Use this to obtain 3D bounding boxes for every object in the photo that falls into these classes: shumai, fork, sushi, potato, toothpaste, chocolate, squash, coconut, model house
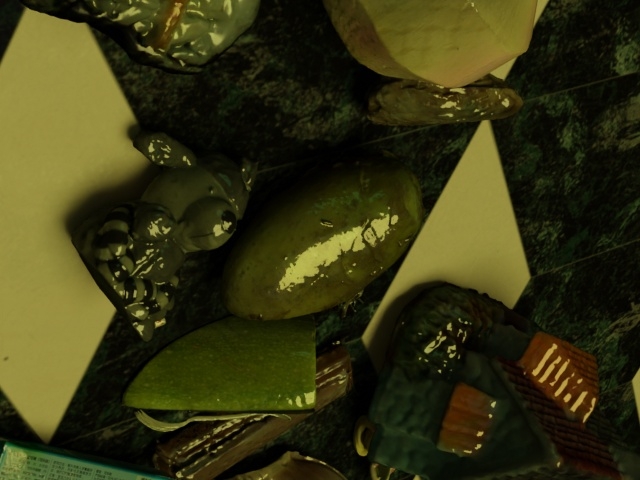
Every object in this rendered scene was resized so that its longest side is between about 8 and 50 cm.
[{"bbox_3d":[0.154,-0.215,1.850,0.210,0.161,0.153,-2,101,-15],"label":"shumai"},{"bbox_3d":[-0.140,0.239,1.958,0.219,0.028,0.034,4,156,-27],"label":"fork"},{"bbox_3d":[-0.204,-0.303,1.421,0.211,0.171,0.350,-55,140,4],"label":"sushi"},{"bbox_3d":[0.000,0.000,1.865,0.298,0.141,0.176,-30,122,-10],"label":"potato"},{"bbox_3d":[-0.300,0.300,1.851,0.267,0.050,0.065,20,90,-39],"label":"toothpaste"},{"bbox_3d":[-0.081,0.248,2.037,0.329,0.065,0.102,-29,135,-25],"label":"chocolate"},{"bbox_3d":[-0.133,0.144,1.945,0.252,0.169,0.093,2,121,-4],"label":"squash"},{"bbox_3d":[0.137,-0.305,1.656,0.259,0.259,0.259,-23,133,-27],"label":"coconut"},{"bbox_3d":[0.305,0.260,2.130,0.360,0.339,0.297,26,87,-50],"label":"model house"}]

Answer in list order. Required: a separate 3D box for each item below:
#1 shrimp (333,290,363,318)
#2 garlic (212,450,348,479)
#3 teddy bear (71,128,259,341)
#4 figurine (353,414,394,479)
[{"bbox_3d":[0.044,0.021,1.990,0.082,0.076,0.174,-57,170,-76],"label":"shrimp"},{"bbox_3d":[-0.029,0.424,2.096,0.210,0.292,0.237,-37,178,-5],"label":"garlic"},{"bbox_3d":[-0.176,-0.029,1.683,0.251,0.144,0.171,-49,126,-5],"label":"teddy bear"},{"bbox_3d":[0.088,0.331,2.261,0.083,0.083,0.187,-30,149,-21],"label":"figurine"}]
